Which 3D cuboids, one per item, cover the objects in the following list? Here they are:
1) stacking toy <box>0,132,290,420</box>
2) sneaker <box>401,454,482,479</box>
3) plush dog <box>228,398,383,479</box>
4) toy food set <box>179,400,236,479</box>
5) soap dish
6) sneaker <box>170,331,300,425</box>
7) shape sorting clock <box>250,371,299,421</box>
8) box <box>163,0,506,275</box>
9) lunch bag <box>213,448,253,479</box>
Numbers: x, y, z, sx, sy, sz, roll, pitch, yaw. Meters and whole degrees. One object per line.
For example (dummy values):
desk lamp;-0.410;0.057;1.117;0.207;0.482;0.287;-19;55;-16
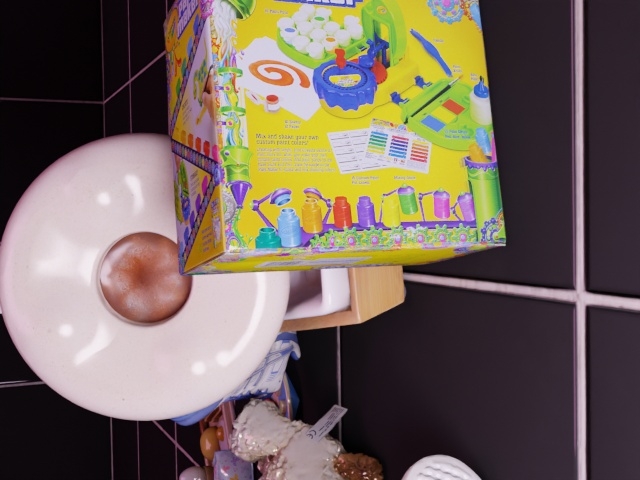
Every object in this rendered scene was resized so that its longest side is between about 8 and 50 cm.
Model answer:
stacking toy;-0.224;0.033;1.186;0.480;0.350;0.351;-133;43;-85
sneaker;0.126;0.403;0.795;0.150;0.135;0.366;-46;49;54
plush dog;-0.019;0.369;1.120;0.262;0.210;0.225;-92;-2;-50
toy food set;-0.247;0.392;1.694;0.220;0.092;0.306;126;136;-55
soap dish;0.000;0.000;1.073;0.291;0.118;0.229;161;106;-65
sneaker;-0.109;0.192;1.193;0.111;0.296;0.131;-10;110;34
shape sorting clock;-0.087;0.270;1.386;0.206;0.040;0.206;179;90;-66
box;0.008;-0.116;0.835;0.177;0.289;0.279;159;108;-66
lunch bag;-0.162;0.430;1.529;0.053;0.071;0.083;176;90;-70
